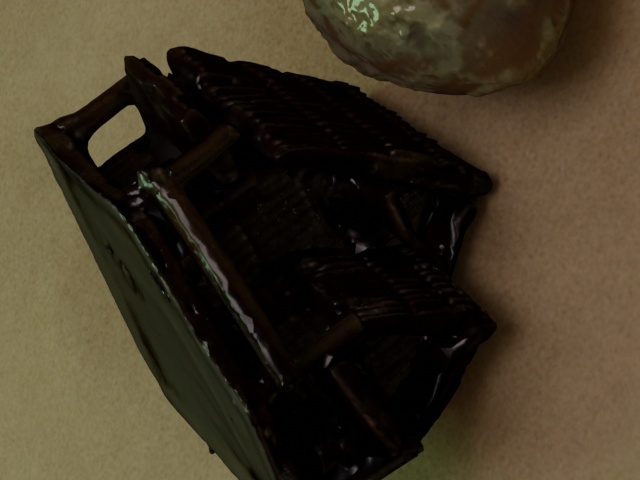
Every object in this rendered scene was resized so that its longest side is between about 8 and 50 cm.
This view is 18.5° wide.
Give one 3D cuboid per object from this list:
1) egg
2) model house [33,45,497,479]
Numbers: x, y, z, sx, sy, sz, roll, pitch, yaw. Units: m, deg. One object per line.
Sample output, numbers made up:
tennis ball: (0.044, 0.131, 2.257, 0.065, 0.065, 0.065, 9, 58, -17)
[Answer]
egg: (0.086, -0.210, 1.464, 0.245, 0.203, 0.203, 44, 112, 28)
model house: (0.000, 0.000, 1.472, 0.282, 0.297, 0.317, -31, 42, -17)
